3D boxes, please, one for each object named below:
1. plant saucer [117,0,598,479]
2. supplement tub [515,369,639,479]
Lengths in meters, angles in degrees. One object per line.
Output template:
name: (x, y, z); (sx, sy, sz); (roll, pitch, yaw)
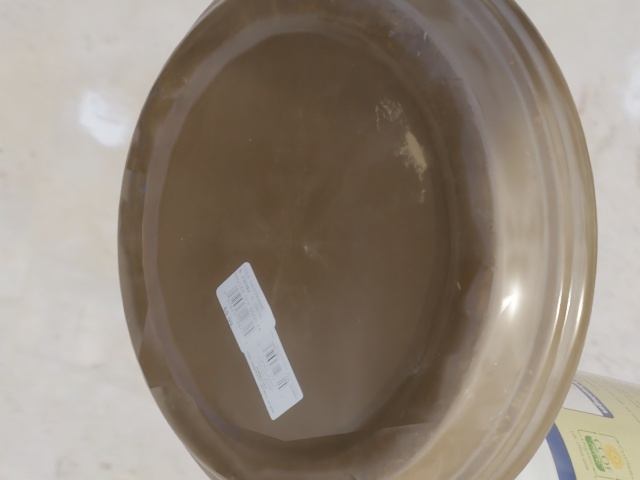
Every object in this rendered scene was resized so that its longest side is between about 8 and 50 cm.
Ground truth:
plant saucer: (0.000, 0.000, 0.879); (0.278, 0.041, 0.278); (0, 90, 43)
supplement tub: (0.118, 0.181, 1.094); (0.228, 0.316, 0.228); (-13, 70, 42)
